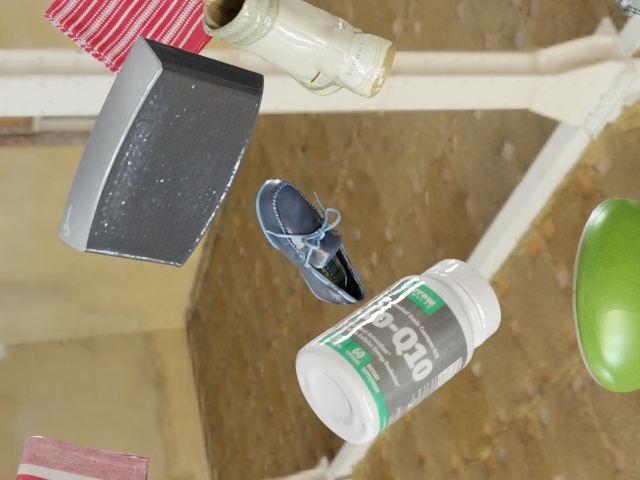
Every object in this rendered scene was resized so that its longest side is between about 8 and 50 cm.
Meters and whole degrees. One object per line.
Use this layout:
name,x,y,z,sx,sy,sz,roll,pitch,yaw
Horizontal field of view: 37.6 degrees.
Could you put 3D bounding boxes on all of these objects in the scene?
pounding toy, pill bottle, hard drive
pounding toy,0.336,0.055,0.877,0.110,0.237,0.183,-1,-99,41
pill bottle,0.148,0.191,1.715,0.204,0.361,0.204,36,-36,32
hard drive,-0.172,-0.084,1.041,0.255,0.172,0.054,-61,-142,23

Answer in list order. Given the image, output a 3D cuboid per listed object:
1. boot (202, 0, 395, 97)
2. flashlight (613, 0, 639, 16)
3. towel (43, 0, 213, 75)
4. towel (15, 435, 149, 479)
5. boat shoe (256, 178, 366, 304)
boot,-0.038,-0.202,0.920,0.077,0.165,0.213,-68,-156,5
flashlight,0.517,-0.491,1.503,0.103,0.103,0.304,-24,-138,51
towel,-0.324,-0.388,1.638,0.275,0.199,0.031,38,-5,9
towel,-0.438,0.506,1.670,0.329,0.237,0.037,-91,-160,-47
boat shoe,0.000,0.000,1.422,0.089,0.258,0.109,12,-117,42
